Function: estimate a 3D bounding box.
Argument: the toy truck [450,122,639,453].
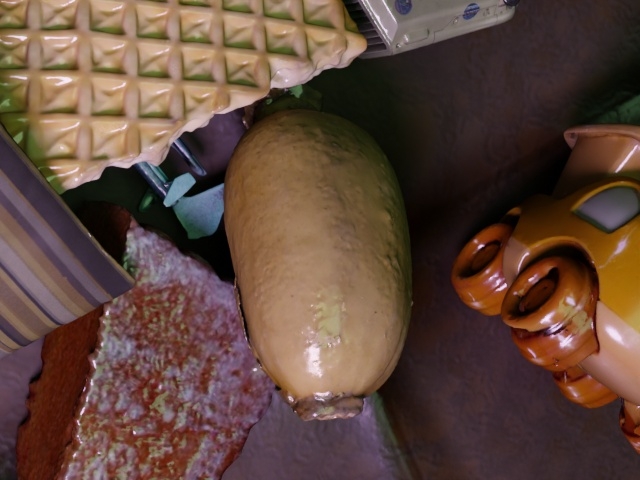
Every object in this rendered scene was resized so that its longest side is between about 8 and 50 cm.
[{"bbox_3d":[0.253,0.034,1.175,0.204,0.288,0.211,41,89,-20],"label":"toy truck"}]

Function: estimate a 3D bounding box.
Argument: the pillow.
[{"bbox_3d":[-0.271,0.014,0.956,0.212,0.052,0.208,-30,128,5],"label":"pillow"}]

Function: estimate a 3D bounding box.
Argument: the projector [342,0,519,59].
[{"bbox_3d":[0.059,-0.296,1.149,0.194,0.088,0.269,-20,102,-26],"label":"projector"}]

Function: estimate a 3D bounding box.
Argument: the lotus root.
[{"bbox_3d":[0.000,-0.002,1.051,0.146,0.131,0.303,42,31,-48],"label":"lotus root"}]

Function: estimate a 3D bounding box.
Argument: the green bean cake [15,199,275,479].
[{"bbox_3d":[-0.147,0.114,1.076,0.199,0.097,0.232,32,80,-25],"label":"green bean cake"}]

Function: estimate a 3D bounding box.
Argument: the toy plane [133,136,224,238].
[{"bbox_3d":[-0.163,-0.089,1.080,0.235,0.060,0.096,51,60,-15],"label":"toy plane"}]

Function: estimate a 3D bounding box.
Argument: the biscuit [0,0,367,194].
[{"bbox_3d":[-0.127,-0.167,1.048,0.309,0.040,0.204,-28,77,-29],"label":"biscuit"}]
